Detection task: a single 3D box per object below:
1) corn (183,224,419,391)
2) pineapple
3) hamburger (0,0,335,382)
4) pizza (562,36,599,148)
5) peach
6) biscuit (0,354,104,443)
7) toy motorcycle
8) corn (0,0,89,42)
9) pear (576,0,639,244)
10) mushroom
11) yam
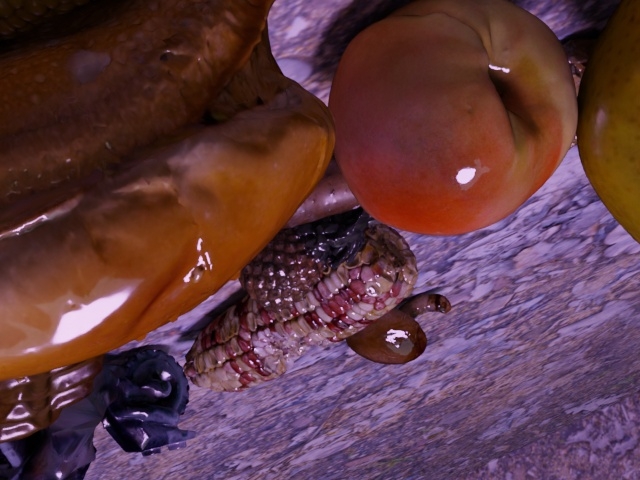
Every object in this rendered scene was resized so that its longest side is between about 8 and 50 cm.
[{"bbox_3d":[-0.025,0.074,1.577,0.290,0.098,0.098,-35,158,34],"label":"corn"},{"bbox_3d":[0.000,0.000,1.453,0.159,0.074,0.074,-35,159,17],"label":"pineapple"},{"bbox_3d":[-0.147,-0.031,0.876,0.314,0.170,0.290,-32,-165,-20],"label":"hamburger"},{"bbox_3d":[0.271,-0.135,1.400,0.199,0.062,0.188,-22,164,-5],"label":"pizza"},{"bbox_3d":[0.092,-0.088,1.156,0.184,0.184,0.184,-20,161,-7],"label":"peach"},{"bbox_3d":[-0.335,0.116,1.323,0.332,0.103,0.332,-21,160,-8],"label":"biscuit"},{"bbox_3d":[-0.239,0.197,1.576,0.270,0.159,0.106,-6,173,-38],"label":"toy motorcycle"},{"bbox_3d":[-0.174,-0.144,0.816,0.260,0.091,0.091,-22,145,12],"label":"corn"},{"bbox_3d":[0.344,-0.155,1.219,0.386,0.191,0.340,-16,150,-39],"label":"pear"},{"bbox_3d":[0.095,0.101,1.829,0.129,0.073,0.088,-23,132,-8],"label":"mushroom"},{"bbox_3d":[0.032,-0.051,1.362,0.241,0.056,0.057,-15,160,-20],"label":"yam"}]
